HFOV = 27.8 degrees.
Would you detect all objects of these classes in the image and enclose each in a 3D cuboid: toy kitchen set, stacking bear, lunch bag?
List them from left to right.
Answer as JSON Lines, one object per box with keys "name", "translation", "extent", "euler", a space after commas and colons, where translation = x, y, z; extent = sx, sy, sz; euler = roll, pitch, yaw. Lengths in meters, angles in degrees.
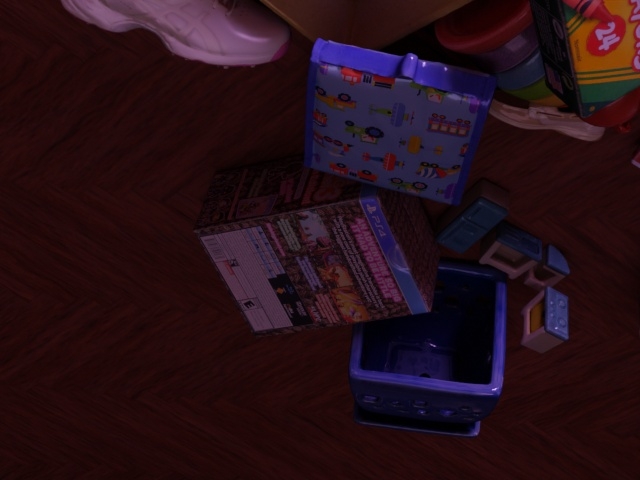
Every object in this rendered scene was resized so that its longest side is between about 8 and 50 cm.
{"name": "lunch bag", "translation": [0.096, -0.165, 1.626], "extent": [0.221, 0.138, 0.293], "euler": [14, 168, 4]}
{"name": "toy kitchen set", "translation": [0.283, 0.042, 1.908], "extent": [0.207, 0.166, 0.122], "euler": [25, 137, -18]}
{"name": "stacking bear", "translation": [0.296, -0.237, 1.601], "extent": [0.289, 0.175, 0.164], "euler": [28, 135, -31]}

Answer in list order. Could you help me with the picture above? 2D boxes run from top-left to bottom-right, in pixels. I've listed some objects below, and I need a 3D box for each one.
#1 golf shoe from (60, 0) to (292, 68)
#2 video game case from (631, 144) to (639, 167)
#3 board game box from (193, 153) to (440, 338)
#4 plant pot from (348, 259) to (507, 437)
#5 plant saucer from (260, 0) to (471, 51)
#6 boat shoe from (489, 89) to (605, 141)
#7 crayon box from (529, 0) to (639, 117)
{"name": "golf shoe", "translation": [-0.177, -0.313, 1.635], "extent": [0.306, 0.115, 0.140], "euler": [15, 136, -8]}
{"name": "video game case", "translation": [0.575, -0.148, 1.697], "extent": [0.204, 0.025, 0.285], "euler": [30, 132, -6]}
{"name": "board game box", "translation": [0.000, 0.000, 1.916], "extent": [0.291, 0.141, 0.232], "euler": [-10, 129, 21]}
{"name": "plant pot", "translation": [0.165, 0.180, 2.048], "extent": [0.236, 0.236, 0.212], "euler": [6, 145, 4]}
{"name": "plant saucer", "translation": [0.024, -0.377, 1.503], "extent": [0.333, 0.081, 0.333], "euler": [35, 147, -26]}
{"name": "boat shoe", "translation": [0.305, -0.182, 1.732], "extent": [0.170, 0.063, 0.059], "euler": [11, 130, -6]}
{"name": "crayon box", "translation": [0.388, -0.300, 1.439], "extent": [0.318, 0.081, 0.202], "euler": [-31, 136, -7]}
